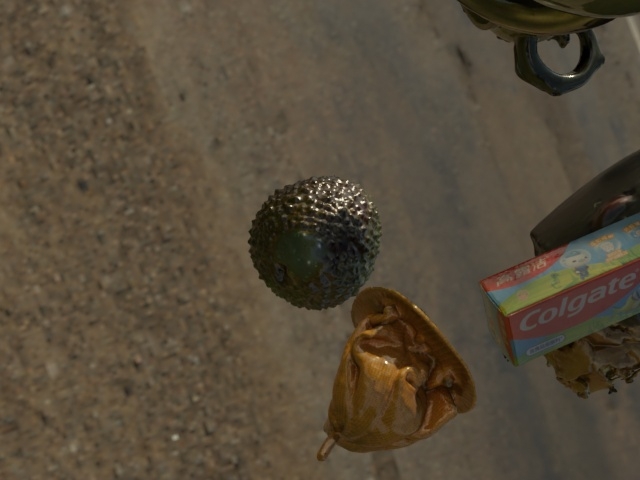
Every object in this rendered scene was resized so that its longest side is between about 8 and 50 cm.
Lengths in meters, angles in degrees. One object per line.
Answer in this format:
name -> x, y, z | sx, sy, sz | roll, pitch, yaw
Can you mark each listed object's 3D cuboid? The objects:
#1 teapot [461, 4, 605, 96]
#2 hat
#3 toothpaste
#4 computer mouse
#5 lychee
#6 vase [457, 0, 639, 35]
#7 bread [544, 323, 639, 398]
teapot -> 0.247, -0.293, 1.545 | 0.173, 0.183, 0.269 | 161, -89, -76
hat -> 0.069, 0.235, 2.103 | 0.233, 0.233, 0.244 | -46, 151, -27
toothpaste -> 0.198, 0.010, 0.933 | 0.044, 0.193, 0.070 | -122, -168, -51
computer mouse -> 0.329, -0.032, 1.302 | 0.170, 0.269, 0.100 | 36, -30, 59
lychee -> 0.000, 0.000, 1.676 | 0.171, 0.171, 0.171 | 43, 36, -42
vase -> 0.166, -0.287, 1.141 | 0.329, 0.302, 0.240 | 91, 24, -55
bread -> 0.323, 0.031, 1.520 | 0.147, 0.261, 0.160 | 46, 6, -35
